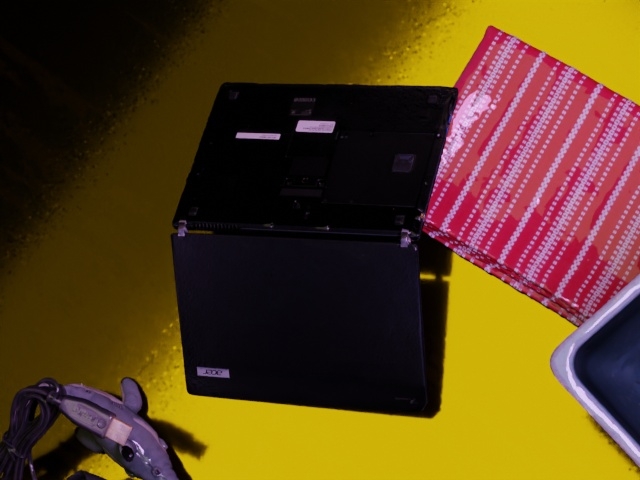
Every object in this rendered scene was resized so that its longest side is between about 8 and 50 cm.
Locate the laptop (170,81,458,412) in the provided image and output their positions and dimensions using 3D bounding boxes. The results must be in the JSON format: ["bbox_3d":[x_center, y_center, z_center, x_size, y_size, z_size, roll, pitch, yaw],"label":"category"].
[{"bbox_3d":[0.000,0.000,1.756,0.234,0.136,0.264,3,56,21],"label":"laptop"}]

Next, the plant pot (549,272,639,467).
[{"bbox_3d":[0.353,0.107,1.561,0.247,0.252,0.248,-42,82,2],"label":"plant pot"}]

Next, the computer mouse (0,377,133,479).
[{"bbox_3d":[-0.172,0.225,1.709,0.262,0.060,0.184,34,129,12],"label":"computer mouse"}]

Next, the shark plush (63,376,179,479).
[{"bbox_3d":[-0.173,0.193,1.748,0.073,0.067,0.161,-35,76,3],"label":"shark plush"}]

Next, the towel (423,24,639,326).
[{"bbox_3d":[0.216,-0.046,1.733,0.275,0.031,0.199,31,87,14],"label":"towel"}]
